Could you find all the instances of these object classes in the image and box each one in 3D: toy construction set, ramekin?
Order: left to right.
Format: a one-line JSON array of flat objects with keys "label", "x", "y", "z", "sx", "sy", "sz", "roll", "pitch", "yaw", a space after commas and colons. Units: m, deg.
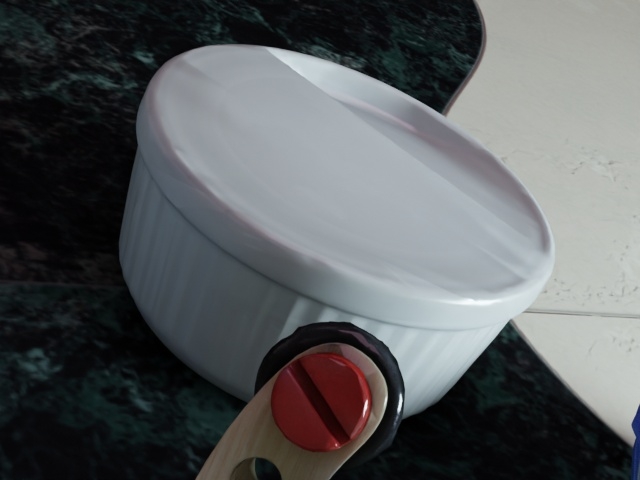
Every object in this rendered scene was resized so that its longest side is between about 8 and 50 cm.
[{"label": "toy construction set", "x": -0.036, "y": 0.197, "z": 0.523, "sx": 0.237, "sy": 0.257, "sz": 0.309, "roll": -23, "pitch": 18, "yaw": 1}, {"label": "ramekin", "x": 0.000, "y": 0.000, "z": 0.922, "sx": 0.273, "sy": 0.127, "sz": 0.273, "roll": 19, "pitch": 30, "yaw": -11}]

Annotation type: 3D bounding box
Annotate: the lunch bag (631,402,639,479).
[{"label": "lunch bag", "x": 0.287, "y": 0.192, "z": 0.861, "sx": 0.243, "sy": 0.115, "sz": 0.303, "roll": 24, "pitch": 29, "yaw": 1}]
